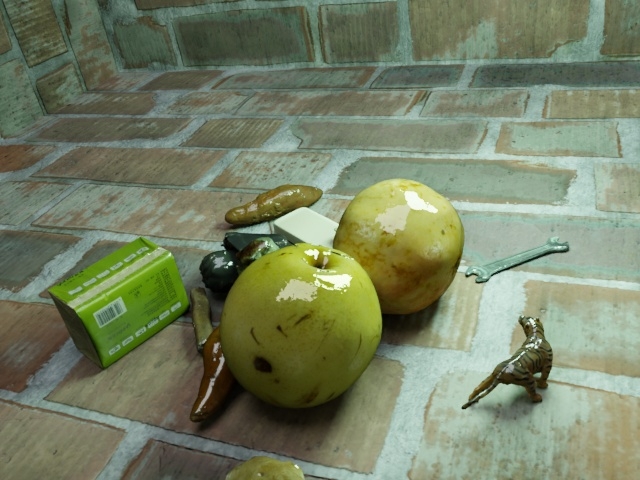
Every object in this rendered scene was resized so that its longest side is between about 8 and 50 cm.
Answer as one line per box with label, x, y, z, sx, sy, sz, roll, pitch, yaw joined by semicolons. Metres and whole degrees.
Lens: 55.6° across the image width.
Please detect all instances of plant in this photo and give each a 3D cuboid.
plant;-0.207;0.057;1.674;0.256;0.141;0.164;-20;36;-22

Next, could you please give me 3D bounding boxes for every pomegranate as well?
pomegranate;0.175;0.018;1.488;0.343;0.342;0.342;-7;33;4

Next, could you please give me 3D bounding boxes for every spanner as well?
spanner;0.524;0.048;1.613;0.302;0.017;0.071;-19;34;-13

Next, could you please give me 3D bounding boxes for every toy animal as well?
toy animal;0.385;0.269;1.223;0.255;0.116;0.114;-32;37;-29

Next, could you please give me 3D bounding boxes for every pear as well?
pear;-0.041;0.174;1.282;0.349;0.348;0.348;-7;33;4

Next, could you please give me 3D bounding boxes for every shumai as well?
shumai;-0.073;0.086;1.529;0.261;0.221;0.225;-12;30;-12

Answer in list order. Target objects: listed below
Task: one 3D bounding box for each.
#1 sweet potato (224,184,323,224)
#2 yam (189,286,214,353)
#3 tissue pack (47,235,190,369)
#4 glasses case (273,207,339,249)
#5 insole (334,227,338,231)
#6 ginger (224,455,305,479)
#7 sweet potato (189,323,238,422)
sweet potato;-0.138;-0.124;1.969;0.355;0.095;0.106;-18;-7;-19
yam;-0.306;0.201;1.562;0.057;0.056;0.241;-14;35;-7
tissue pack;-0.504;0.153;1.548;0.167;0.200;0.275;21;44;37
glasses case;0.000;0.000;1.769;0.131;0.070;0.313;-30;38;-29
insole;0.154;-0.013;1.708;0.248;0.011;0.081;6;19;-27
ginger;-0.054;0.469;0.954;0.348;0.122;0.363;-28;16;27
sweet potato;-0.219;0.262;1.398;0.112;0.112;0.359;-6;30;6
